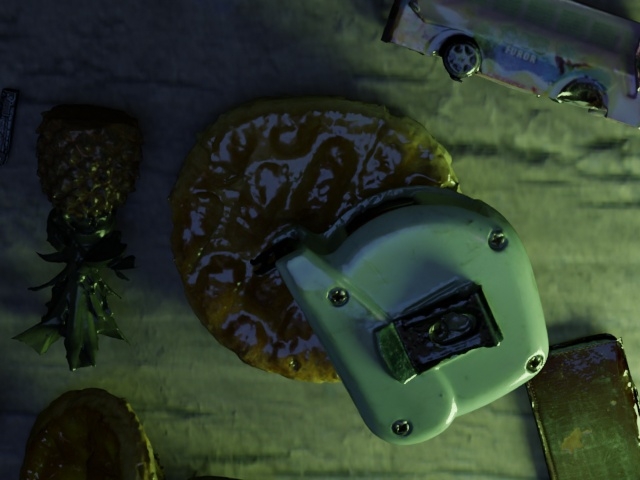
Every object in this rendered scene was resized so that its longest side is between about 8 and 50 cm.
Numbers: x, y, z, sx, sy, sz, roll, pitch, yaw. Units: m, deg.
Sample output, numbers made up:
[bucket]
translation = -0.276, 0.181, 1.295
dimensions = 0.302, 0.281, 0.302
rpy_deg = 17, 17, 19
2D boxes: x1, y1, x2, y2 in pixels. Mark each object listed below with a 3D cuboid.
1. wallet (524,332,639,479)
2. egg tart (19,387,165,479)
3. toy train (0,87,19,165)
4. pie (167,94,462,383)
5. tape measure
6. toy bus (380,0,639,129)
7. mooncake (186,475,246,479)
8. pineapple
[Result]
[wallet]
translation = 0.309, 0.220, 1.388
dimensions = 0.121, 0.031, 0.232
rpy_deg = -14, 106, 10
[egg tart]
translation = -0.244, 0.282, 1.359
dimensions = 0.106, 0.241, 0.241
rpy_deg = 10, 116, -48
[toy train]
translation = -0.334, -0.120, 1.293
dimensions = 0.017, 0.017, 0.083
rpy_deg = 13, 108, -1
[pie]
translation = 0.000, 0.000, 1.297
dimensions = 0.339, 0.083, 0.340
rpy_deg = 0, 108, -1
[tape measure]
translation = 0.094, 0.066, 1.213
dimensions = 0.246, 0.125, 0.243
rpy_deg = -28, 109, 6
[toy bus]
translation = 0.204, -0.196, 1.217
dimensions = 0.274, 0.090, 0.112
rpy_deg = 18, 100, -6
[mooncake]
translation = -0.105, 0.391, 1.338
dimensions = 0.135, 0.275, 0.275
rpy_deg = 10, 109, -5
[pineapple]
translation = -0.256, -0.002, 1.283
dimensions = 0.130, 0.119, 0.277
rpy_deg = 0, 112, -18
